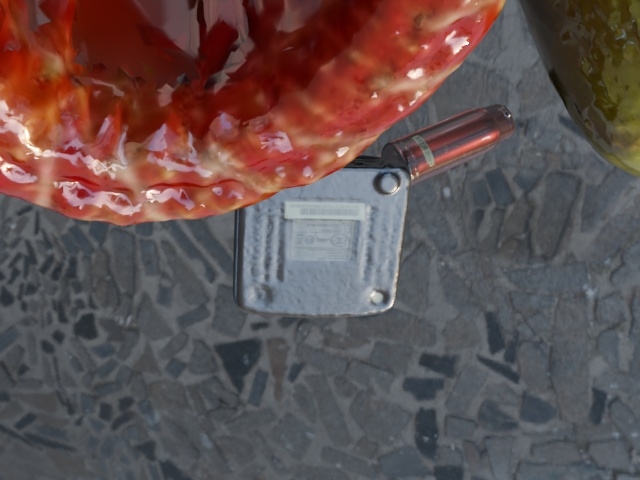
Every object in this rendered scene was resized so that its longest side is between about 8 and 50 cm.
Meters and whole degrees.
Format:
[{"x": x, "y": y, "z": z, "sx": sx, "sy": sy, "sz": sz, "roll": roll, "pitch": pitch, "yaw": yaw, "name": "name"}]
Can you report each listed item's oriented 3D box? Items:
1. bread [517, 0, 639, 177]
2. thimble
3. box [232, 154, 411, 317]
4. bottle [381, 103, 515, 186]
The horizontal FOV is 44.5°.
[{"x": 0.214, "y": -0.218, "z": 0.483, "sx": 0.251, "sy": 0.208, "sz": 0.376, "roll": 136, "pitch": 118, "yaw": -68, "name": "bread"}, {"x": -0.086, "y": -0.193, "z": 0.426, "sx": 0.350, "sy": 0.230, "sz": 0.350, "roll": -10, "pitch": 143, "yaw": -7, "name": "thimble"}, {"x": 0.000, "y": 0.000, "z": 0.572, "sx": 0.126, "sy": 0.027, "sz": 0.125, "roll": 0, "pitch": 111, "yaw": -10, "name": "box"}, {"x": 0.151, "y": -0.112, "z": 0.898, "sx": 0.060, "sy": 0.164, "sz": 0.060, "roll": 48, "pitch": 152, "yaw": 37, "name": "bottle"}]
